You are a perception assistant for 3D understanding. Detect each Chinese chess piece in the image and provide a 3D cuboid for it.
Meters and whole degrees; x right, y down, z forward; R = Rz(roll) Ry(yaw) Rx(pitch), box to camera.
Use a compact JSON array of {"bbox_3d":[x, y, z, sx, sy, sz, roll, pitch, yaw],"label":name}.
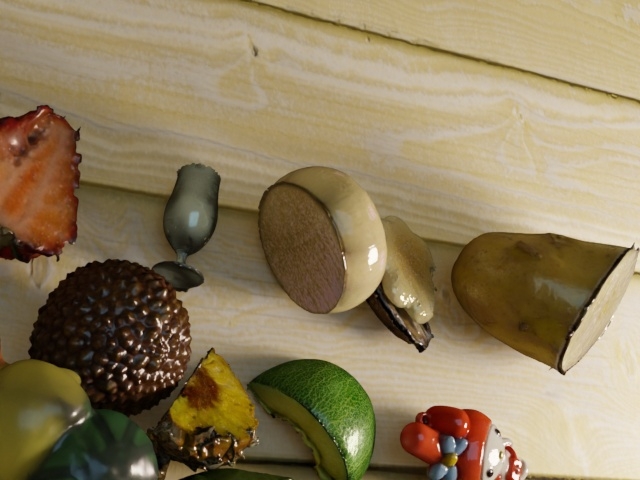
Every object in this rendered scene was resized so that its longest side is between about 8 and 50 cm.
[{"bbox_3d":[0.000,0.000,1.772,0.112,0.270,0.270,-21,77,-34],"label":"Chinese chess piece"}]

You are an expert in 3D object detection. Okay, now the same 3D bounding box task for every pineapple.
[{"bbox_3d":[-0.194,0.313,1.560,0.161,0.334,0.158,43,97,-6],"label":"pineapple"}]

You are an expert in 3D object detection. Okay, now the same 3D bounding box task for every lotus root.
[{"bbox_3d":[0.104,0.078,1.902,0.329,0.078,0.167,59,28,5],"label":"lotus root"}]

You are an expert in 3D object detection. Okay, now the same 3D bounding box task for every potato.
[{"bbox_3d":[0.447,0.078,1.998,0.296,0.290,0.397,30,31,22],"label":"potato"}]

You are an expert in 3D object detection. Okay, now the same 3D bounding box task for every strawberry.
[{"bbox_3d":[-0.541,-0.098,1.628,0.253,0.150,0.280,23,53,-40],"label":"strawberry"}]

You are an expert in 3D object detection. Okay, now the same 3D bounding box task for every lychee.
[{"bbox_3d":[-0.334,0.162,1.531,0.267,0.267,0.268,11,62,-22],"label":"lychee"}]

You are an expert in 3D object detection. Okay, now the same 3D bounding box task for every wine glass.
[{"bbox_3d":[-0.237,-0.026,1.771,0.103,0.103,0.222,20,59,-18],"label":"wine glass"}]

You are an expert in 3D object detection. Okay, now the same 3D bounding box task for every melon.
[{"bbox_3d":[0.024,0.294,1.734,0.265,0.129,0.169,48,52,2],"label":"melon"}]

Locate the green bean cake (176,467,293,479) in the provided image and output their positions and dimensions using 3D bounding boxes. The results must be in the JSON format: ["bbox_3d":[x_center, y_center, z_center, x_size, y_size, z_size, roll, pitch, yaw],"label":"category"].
[{"bbox_3d":[-0.166,0.512,1.418,0.218,0.319,0.335,14,57,-17],"label":"green bean cake"}]

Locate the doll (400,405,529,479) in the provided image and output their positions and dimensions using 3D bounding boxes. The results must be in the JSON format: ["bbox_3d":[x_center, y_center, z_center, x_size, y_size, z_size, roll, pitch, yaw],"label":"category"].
[{"bbox_3d":[0.266,0.388,1.805,0.290,0.129,0.161,33,61,-26],"label":"doll"}]

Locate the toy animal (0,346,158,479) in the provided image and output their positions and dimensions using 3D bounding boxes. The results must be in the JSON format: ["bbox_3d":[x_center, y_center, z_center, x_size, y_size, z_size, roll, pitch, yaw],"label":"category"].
[{"bbox_3d":[-0.373,0.266,1.304,0.338,0.191,0.216,35,55,0],"label":"toy animal"}]

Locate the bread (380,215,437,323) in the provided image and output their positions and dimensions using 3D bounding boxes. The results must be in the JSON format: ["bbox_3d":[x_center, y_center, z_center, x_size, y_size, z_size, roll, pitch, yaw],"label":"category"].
[{"bbox_3d":[0.158,0.040,1.907,0.182,0.039,0.251,44,29,-24],"label":"bread"}]
